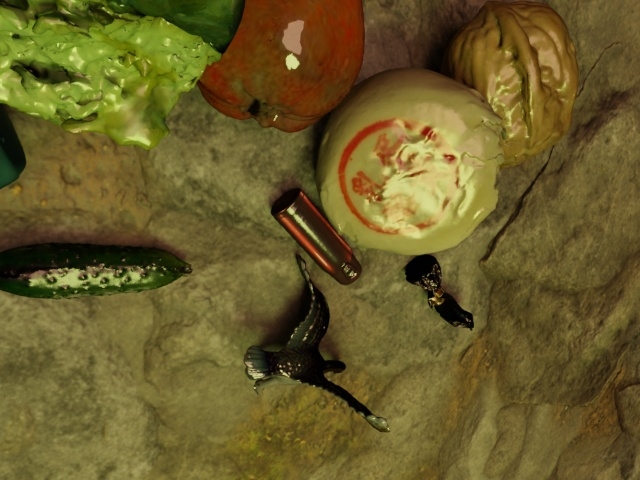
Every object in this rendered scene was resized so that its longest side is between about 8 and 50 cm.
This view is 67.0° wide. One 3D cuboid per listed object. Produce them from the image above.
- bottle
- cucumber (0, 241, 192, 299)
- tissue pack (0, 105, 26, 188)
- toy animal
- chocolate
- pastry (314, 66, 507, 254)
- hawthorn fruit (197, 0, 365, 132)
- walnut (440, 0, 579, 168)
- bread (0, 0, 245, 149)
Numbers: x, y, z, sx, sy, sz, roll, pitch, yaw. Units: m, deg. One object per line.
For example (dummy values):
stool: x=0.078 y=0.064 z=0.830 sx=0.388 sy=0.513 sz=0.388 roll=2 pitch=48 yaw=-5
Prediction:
bottle: x=0.000 y=0.000 z=0.708 sx=0.060 sy=0.060 sz=0.164 roll=-46 pitch=116 yaw=-9
cucumber: x=-0.272 y=0.037 z=0.591 sx=0.228 sy=0.069 sz=0.069 roll=0 pitch=101 yaw=-29
tissue pack: x=-0.414 y=-0.150 z=0.409 sx=0.206 sy=0.198 sz=0.287 roll=-21 pitch=111 yaw=-19
toy animal: x=-0.024 y=0.172 z=0.713 sx=0.160 sy=0.197 sz=0.272 roll=-14 pitch=63 yaw=-5
chocolate: x=0.200 y=0.096 z=0.818 sx=0.070 sy=0.072 sz=0.147 roll=-33 pitch=108 yaw=-2
pastry: x=0.118 y=-0.101 z=0.657 sx=0.265 sy=0.133 sz=0.264 roll=1 pitch=114 yaw=3
hawthorn fruit: x=-0.049 y=-0.267 z=0.562 sx=0.211 sy=0.211 sz=0.262 roll=9 pitch=79 yaw=-26
walnut: x=0.277 y=-0.229 z=0.718 sx=0.198 sy=0.198 sz=0.244 roll=-28 pitch=113 yaw=-17
bread: x=-0.210 y=-0.272 z=0.408 sx=0.251 sy=0.208 sz=0.376 roll=2 pitch=62 yaw=-38
